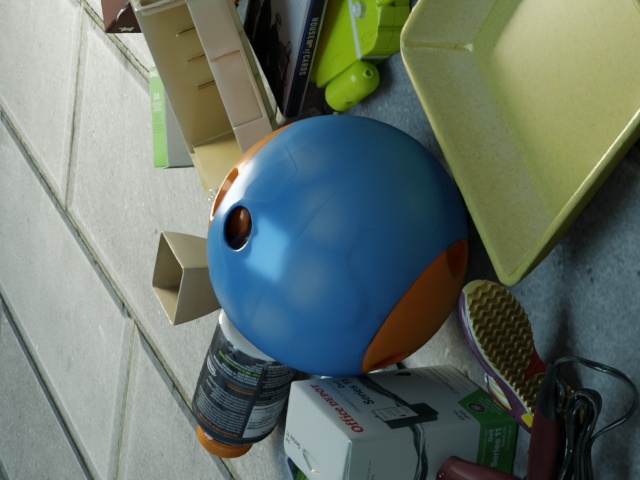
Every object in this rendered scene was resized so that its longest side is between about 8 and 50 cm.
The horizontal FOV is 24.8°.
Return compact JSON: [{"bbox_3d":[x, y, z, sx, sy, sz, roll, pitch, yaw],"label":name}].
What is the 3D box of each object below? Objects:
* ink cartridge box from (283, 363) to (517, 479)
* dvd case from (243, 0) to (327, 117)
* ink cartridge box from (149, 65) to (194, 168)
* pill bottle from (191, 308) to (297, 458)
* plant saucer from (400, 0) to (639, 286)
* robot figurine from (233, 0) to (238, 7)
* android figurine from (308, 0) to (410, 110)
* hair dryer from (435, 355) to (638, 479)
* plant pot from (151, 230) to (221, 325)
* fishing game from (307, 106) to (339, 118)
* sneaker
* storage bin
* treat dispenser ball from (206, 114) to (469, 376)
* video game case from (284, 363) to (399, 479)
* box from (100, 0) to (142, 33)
[{"bbox_3d":[0.084,0.210,1.583,0.153,0.208,0.086,37,126,56],"label":"ink cartridge box"},{"bbox_3d":[-0.045,-0.302,1.852,0.238,0.030,0.179,107,149,-48],"label":"dvd case"},{"bbox_3d":[-0.197,-0.215,2.199,0.062,0.109,0.209,1,95,63],"label":"ink cartridge box"},{"bbox_3d":[-0.108,0.201,2.054,0.130,0.130,0.245,63,145,38],"label":"pill bottle"},{"bbox_3d":[0.219,-0.179,1.403,0.333,0.081,0.332,-60,43,48],"label":"plant saucer"},{"bbox_3d":[-0.110,-0.436,1.957,0.211,0.085,0.291,44,144,-6],"label":"robot figurine"},{"bbox_3d":[0.033,-0.291,1.790,0.273,0.056,0.248,156,108,-64],"label":"android figurine"},{"bbox_3d":[0.226,0.229,1.421,0.293,0.080,0.223,-22,85,48],"label":"hair dryer"},{"bbox_3d":[-0.192,0.055,2.241,0.109,0.096,0.109,56,141,46],"label":"plant pot"},{"bbox_3d":[-0.030,-0.080,1.894,0.264,0.041,0.189,151,130,-73],"label":"fishing game"},{"bbox_3d":[0.185,0.123,1.463,0.185,0.069,0.084,58,157,-7],"label":"sneaker"},{"bbox_3d":[-0.148,-0.217,1.902,0.260,0.123,0.262,-120,10,-69],"label":"storage bin"},{"bbox_3d":[0.019,0.006,1.596,0.288,0.288,0.288,15,107,62],"label":"treat dispenser ball"},{"bbox_3d":[0.051,0.304,1.842,0.329,0.036,0.300,112,147,-43],"label":"video game case"},{"bbox_3d":[-0.235,-0.433,2.180,0.168,0.167,0.203,-27,70,61],"label":"box"}]
